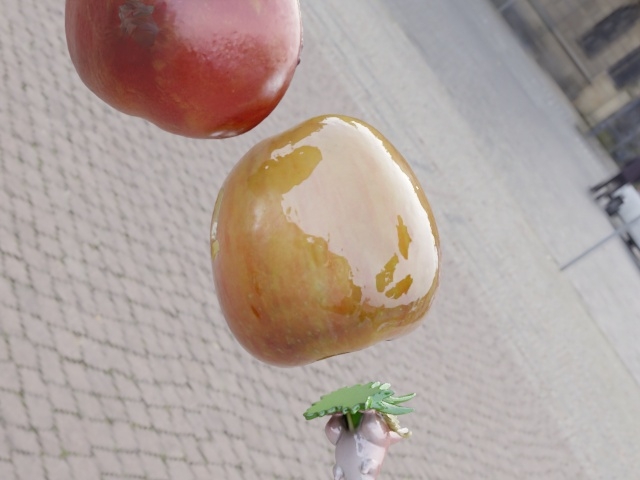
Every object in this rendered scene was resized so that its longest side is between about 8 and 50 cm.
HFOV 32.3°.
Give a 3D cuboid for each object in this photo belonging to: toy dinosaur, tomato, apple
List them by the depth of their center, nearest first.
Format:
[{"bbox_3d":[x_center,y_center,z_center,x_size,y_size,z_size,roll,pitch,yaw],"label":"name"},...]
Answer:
[{"bbox_3d":[-0.138,-0.197,0.983,0.233,0.200,0.139,21,17,12],"label":"tomato"},{"bbox_3d":[0.000,0.000,1.145,0.242,0.242,0.241,-7,82,-72],"label":"apple"},{"bbox_3d":[0.076,0.299,1.567,0.194,0.152,0.177,-42,115,-63],"label":"toy dinosaur"}]
